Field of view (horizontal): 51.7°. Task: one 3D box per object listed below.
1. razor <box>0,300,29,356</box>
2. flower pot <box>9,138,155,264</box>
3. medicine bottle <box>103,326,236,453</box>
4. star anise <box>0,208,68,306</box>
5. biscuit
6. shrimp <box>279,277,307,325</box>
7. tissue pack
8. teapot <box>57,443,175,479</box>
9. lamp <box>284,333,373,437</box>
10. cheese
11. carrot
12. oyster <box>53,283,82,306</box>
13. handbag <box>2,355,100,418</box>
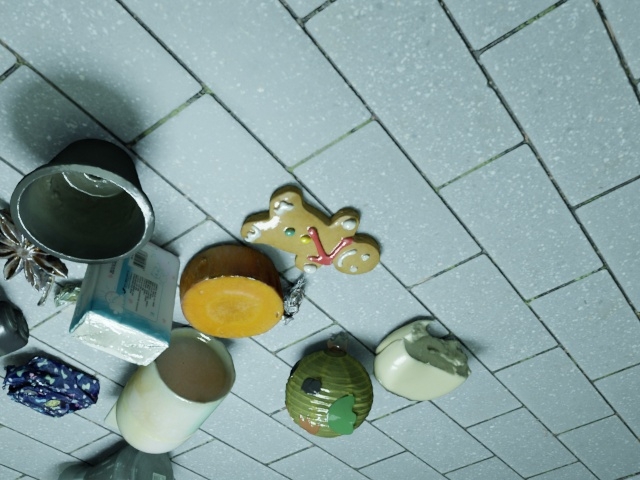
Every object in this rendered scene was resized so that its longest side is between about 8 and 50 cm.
[{"bbox_3d":[-0.891,0.263,1.587,0.349,0.113,0.204,-26,163,-17],"label":"razor"},{"bbox_3d":[-0.463,-0.095,1.328,0.269,0.166,0.269,-4,133,-4],"label":"flower pot"},{"bbox_3d":[-0.425,0.443,1.810,0.236,0.235,0.406,22,129,-24],"label":"medicine bottle"},{"bbox_3d":[-0.656,0.029,1.492,0.230,0.081,0.262,-8,124,3],"label":"star anise"},{"bbox_3d":[0.000,0.000,1.537,0.340,0.047,0.216,29,127,-28],"label":"biscuit"},{"bbox_3d":[-0.071,0.150,1.666,0.057,0.065,0.165,24,133,6],"label":"shrimp"},{"bbox_3d":[-0.427,0.119,1.465,0.201,0.271,0.124,33,125,-30],"label":"tissue pack"},{"bbox_3d":[-0.662,0.804,2.178,0.344,0.253,0.300,-18,165,23],"label":"teapot"},{"bbox_3d":[0.030,0.397,1.814,0.250,0.250,0.284,9,99,-12],"label":"lamp"},{"bbox_3d":[0.280,0.341,1.840,0.266,0.127,0.233,26,124,-30],"label":"cheese"},{"bbox_3d":[-0.222,0.144,1.628,0.259,0.100,0.307,19,132,-17],"label":"carrot"},{"bbox_3d":[-0.614,0.132,1.641,0.100,0.037,0.098,-13,157,-19],"label":"oyster"},{"bbox_3d":[-0.757,0.419,1.854,0.162,0.113,0.260,-20,140,24],"label":"handbag"}]
